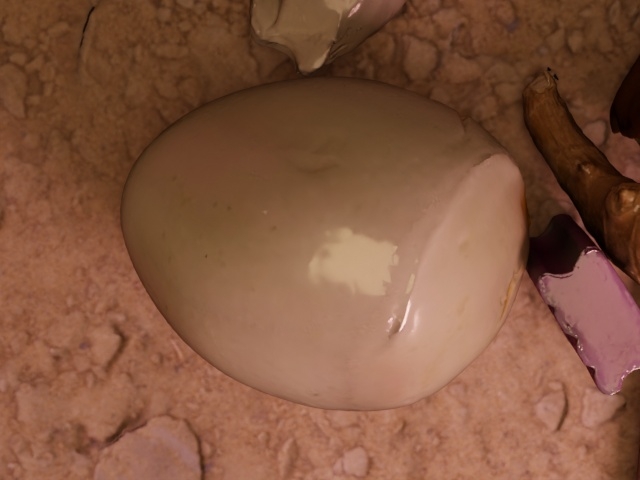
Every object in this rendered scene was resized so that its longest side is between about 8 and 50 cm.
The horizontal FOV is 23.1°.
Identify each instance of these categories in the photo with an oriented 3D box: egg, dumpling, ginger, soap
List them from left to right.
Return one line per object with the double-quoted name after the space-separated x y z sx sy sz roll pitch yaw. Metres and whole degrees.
0.000 0.000 1.329 0.345 0.283 0.283 12 97 12 "egg"
0.008 -0.236 1.384 0.136 0.118 0.199 26 69 11 "dumpling"
0.231 0.050 1.371 0.065 0.203 0.122 -31 98 6 "soap"
0.272 -0.018 1.351 0.081 0.148 0.333 -42 55 3 "ginger"

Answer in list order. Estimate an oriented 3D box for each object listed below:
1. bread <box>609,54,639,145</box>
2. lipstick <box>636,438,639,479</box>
0.397 -0.180 1.278 0.143 0.333 0.323 36 94 -9 "bread"
0.331 0.202 1.456 0.070 0.070 0.254 3 97 0 "lipstick"
